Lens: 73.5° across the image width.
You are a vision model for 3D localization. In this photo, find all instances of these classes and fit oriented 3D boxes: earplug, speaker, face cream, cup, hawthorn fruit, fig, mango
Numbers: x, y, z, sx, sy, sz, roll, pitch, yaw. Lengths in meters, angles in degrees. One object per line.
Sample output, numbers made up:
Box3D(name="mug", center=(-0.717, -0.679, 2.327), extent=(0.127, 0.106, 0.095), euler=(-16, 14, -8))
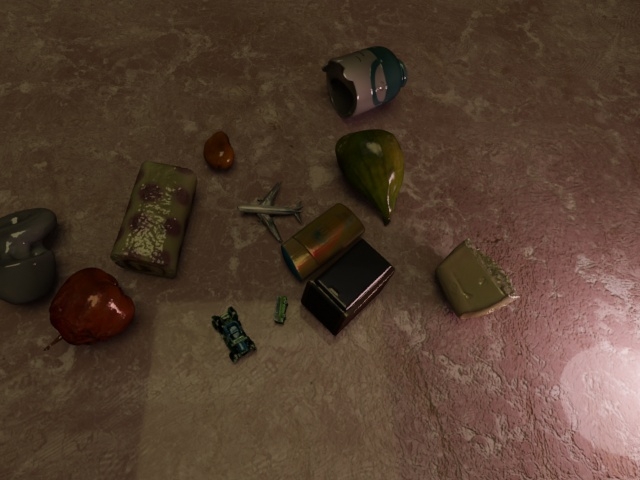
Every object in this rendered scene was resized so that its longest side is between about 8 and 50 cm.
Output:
Box3D(name="earplug", center=(-0.866, 0.030, 1.238), extent=(0.214, 0.175, 0.326), euler=(-18, 58, -10))
Box3D(name="speaker", center=(0.081, 0.134, 1.272), extent=(0.153, 0.192, 0.231), euler=(43, 63, 15))
Box3D(name="face cream", center=(0.000, 0.000, 1.391), extent=(0.285, 0.067, 0.139), euler=(-38, 71, -21))
Box3D(name="cup", center=(0.149, -0.618, 1.643), extent=(0.257, 0.219, 0.289), euler=(-25, 37, -18))
Box3D(name="hawthorn fruit", center=(-0.641, 0.206, 1.160), extent=(0.207, 0.207, 0.243), euler=(41, 71, 13))
Box3D(name="fig", center=(0.188, -0.240, 1.486), extent=(0.233, 0.233, 0.314), euler=(-40, 118, -22))
Box3D(name="mango", center=(-0.355, -0.309, 1.499), extent=(0.105, 0.084, 0.159), euler=(-19, 46, 2))

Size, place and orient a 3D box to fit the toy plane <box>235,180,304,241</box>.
Box3D(name="toy plane", center=(-0.166, -0.101, 1.428), extent=(0.226, 0.058, 0.226), euler=(-1, 68, -3))

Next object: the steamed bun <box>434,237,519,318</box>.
Box3D(name="steamed bun", center=(0.479, 0.118, 1.329), extent=(0.170, 0.200, 0.225), euler=(9, 52, -47))

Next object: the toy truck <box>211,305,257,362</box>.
Box3D(name="toy truck", center=(-0.252, 0.265, 1.230), extent=(0.080, 0.078, 0.154), euler=(-28, 70, -19))

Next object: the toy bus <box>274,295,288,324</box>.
Box3D(name="toy bus", center=(-0.119, 0.210, 1.297), extent=(0.037, 0.031, 0.083), euler=(5, 63, 2))

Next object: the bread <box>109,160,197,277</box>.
Box3D(name="bread", center=(-0.502, -0.070, 1.322), extent=(0.187, 0.155, 0.338), euler=(10, 63, -6))
